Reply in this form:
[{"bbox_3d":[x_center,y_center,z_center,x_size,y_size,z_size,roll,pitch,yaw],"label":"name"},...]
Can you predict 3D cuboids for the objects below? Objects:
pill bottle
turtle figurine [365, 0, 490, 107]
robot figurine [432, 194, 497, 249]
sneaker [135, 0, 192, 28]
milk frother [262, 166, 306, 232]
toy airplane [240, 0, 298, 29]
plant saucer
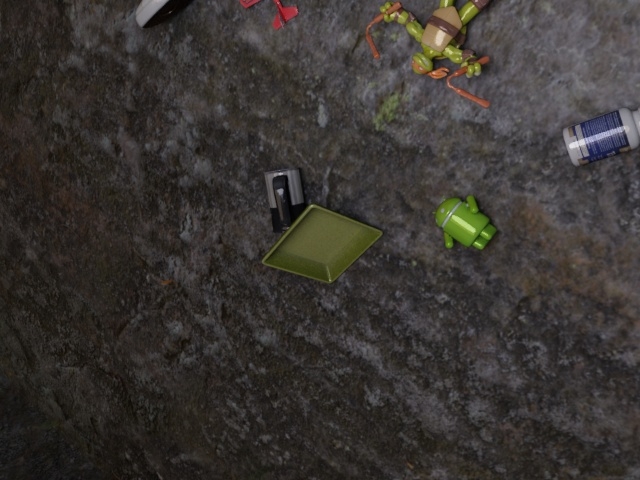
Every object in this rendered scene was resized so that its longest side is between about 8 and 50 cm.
[{"bbox_3d":[0.444,-0.163,0.759,0.120,0.067,0.066,-18,94,34],"label":"pill bottle"},{"bbox_3d":[0.223,-0.356,0.826,0.269,0.087,0.217,43,114,24],"label":"turtle figurine"},{"bbox_3d":[0.261,-0.033,0.906,0.115,0.067,0.101,39,132,17],"label":"robot figurine"},{"bbox_3d":[-0.315,-0.588,1.065,0.290,0.106,0.123,-35,101,23],"label":"sneaker"},{"bbox_3d":[-0.040,-0.091,1.065,0.129,0.143,0.134,-156,56,-74],"label":"milk frother"},{"bbox_3d":[-0.095,-0.502,1.009,0.151,0.028,0.151,10,110,30],"label":"toy airplane"},{"bbox_3d":[0.000,0.000,1.033,0.188,0.189,0.045,-47,41,32],"label":"plant saucer"}]
